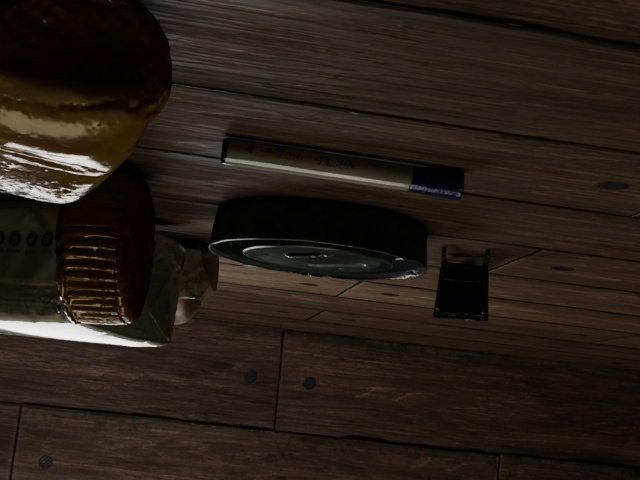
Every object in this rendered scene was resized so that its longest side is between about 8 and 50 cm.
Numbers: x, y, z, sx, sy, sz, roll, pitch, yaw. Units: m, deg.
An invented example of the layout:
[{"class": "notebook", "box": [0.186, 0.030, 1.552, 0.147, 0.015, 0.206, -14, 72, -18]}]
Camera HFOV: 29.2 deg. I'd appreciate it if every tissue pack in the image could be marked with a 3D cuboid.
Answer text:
[{"class": "tissue pack", "box": [-0.425, 0.049, 1.872, 0.356, 0.194, 0.266, 2, 168, 28]}]

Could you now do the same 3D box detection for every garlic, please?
[{"class": "garlic", "box": [-0.295, 0.055, 2.100, 0.237, 0.210, 0.292, -27, 179, -23]}]

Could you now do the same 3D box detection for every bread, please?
[{"class": "bread", "box": [-0.225, -0.114, 0.978, 0.167, 0.132, 0.294, 17, 169, -22]}, {"class": "bread", "box": [-0.262, 0.007, 1.528, 0.104, 0.199, 0.199, 2, 170, 3]}]

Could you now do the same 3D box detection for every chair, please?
[{"class": "chair", "box": [0.221, 0.077, 1.912, 0.084, 0.101, 0.212, 5, 170, 6]}]

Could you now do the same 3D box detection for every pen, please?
[{"class": "pen", "box": [0.025, -0.078, 1.325, 0.269, 0.033, 0.033, 8, 170, -10]}]

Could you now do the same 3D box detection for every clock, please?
[{"class": "clock", "box": [-0.001, 0.001, 1.718, 0.312, 0.061, 0.312, 6, 170, 1]}]

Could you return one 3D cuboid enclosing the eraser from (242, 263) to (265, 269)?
[{"class": "eraser", "box": [-0.099, 0.038, 2.128, 0.038, 0.019, 0.083, 11, 170, -33]}]
